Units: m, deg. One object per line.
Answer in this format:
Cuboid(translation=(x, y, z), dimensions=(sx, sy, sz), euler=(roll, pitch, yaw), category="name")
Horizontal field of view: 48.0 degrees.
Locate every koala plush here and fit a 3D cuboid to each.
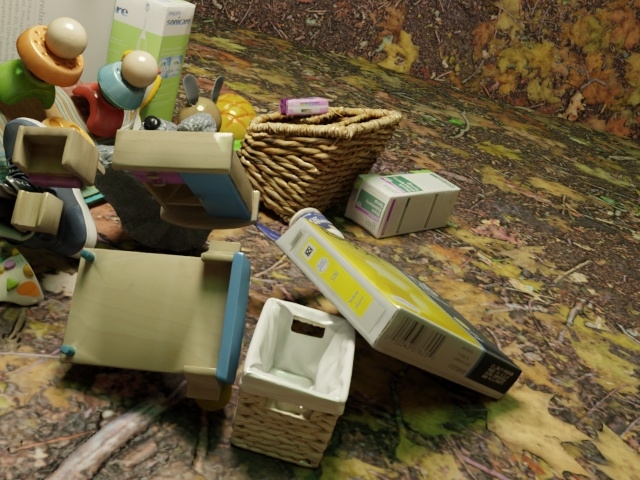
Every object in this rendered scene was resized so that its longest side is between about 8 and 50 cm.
Cuboid(translation=(-0.244, -0.112, 1.119), dimensions=(0.196, 0.203, 0.221), euler=(-20, 35, -6), category="koala plush")

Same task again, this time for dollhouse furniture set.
Cuboid(translation=(-0.216, 0.045, 0.868), dimensions=(0.286, 0.304, 0.198), euler=(3, -17, 6), category="dollhouse furniture set")

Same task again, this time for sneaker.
Cuboid(translation=(-0.397, -0.084, 0.947), dimensions=(0.226, 0.086, 0.163), euler=(58, 13, 15), category="sneaker")
Cuboid(translation=(-0.377, -0.252, 1.334), dimensions=(0.088, 0.225, 0.093), euler=(15, -12, 14), category="sneaker")

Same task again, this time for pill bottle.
Cuboid(translation=(0.000, 0.000, 1.205), dimensions=(0.067, 0.067, 0.120), euler=(1, 29, -33), category="pill bottle")

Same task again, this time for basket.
Cuboid(translation=(-0.031, 0.157, 0.804), dimensions=(0.113, 0.103, 0.167), euler=(17, 23, -1), category="basket")
Cuboid(translation=(-0.014, -0.200, 1.388), dimensions=(0.213, 0.223, 0.299), euler=(40, 30, 13), category="basket")

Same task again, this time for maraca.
Cuboid(translation=(-0.194, -0.251, 1.585), dimensions=(0.127, 0.099, 0.186), euler=(-2, 54, -16), category="maraca")

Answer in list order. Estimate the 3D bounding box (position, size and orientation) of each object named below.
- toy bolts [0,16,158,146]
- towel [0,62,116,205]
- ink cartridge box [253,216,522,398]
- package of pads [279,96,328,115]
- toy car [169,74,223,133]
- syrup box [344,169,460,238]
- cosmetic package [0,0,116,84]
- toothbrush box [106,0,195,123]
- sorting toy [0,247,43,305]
Cuboid(translation=(-0.353, -0.230, 1.131), dimensions=(0.218, 0.158, 0.228), euler=(61, 28, 9), category="toy bolts")
Cuboid(translation=(-0.453, -0.159, 1.106), dimensions=(0.271, 0.040, 0.370), euler=(57, 29, -1), category="towel")
Cuboid(translation=(0.091, 0.073, 0.985), dimensions=(0.303, 0.072, 0.307), euler=(27, 14, -43), category="ink cartridge box")
Cuboid(translation=(-0.032, -0.250, 1.341), dimensions=(0.083, 0.032, 0.050), euler=(-8, 15, -22), category="package of pads")
Cuboid(translation=(-0.247, -0.229, 1.381), dimensions=(0.149, 0.188, 0.155), euler=(31, 27, 27), category="toy car")
Cuboid(translation=(0.168, -0.078, 1.452), dimensions=(0.236, 0.096, 0.093), euler=(-8, 35, -46), category="syrup box")
Cuboid(translation=(-0.626, -0.373, 1.264), dimensions=(0.329, 0.328, 0.393), euler=(27, 27, 21), category="cosmetic package")
Cuboid(translation=(-0.399, -0.373, 1.472), dimensions=(0.206, 0.283, 0.122), euler=(22, 25, 12), category="toothbrush box")
Cuboid(translation=(-0.394, 0.050, 0.877), dimensions=(0.075, 0.045, 0.083), euler=(-26, 45, -31), category="sorting toy")
